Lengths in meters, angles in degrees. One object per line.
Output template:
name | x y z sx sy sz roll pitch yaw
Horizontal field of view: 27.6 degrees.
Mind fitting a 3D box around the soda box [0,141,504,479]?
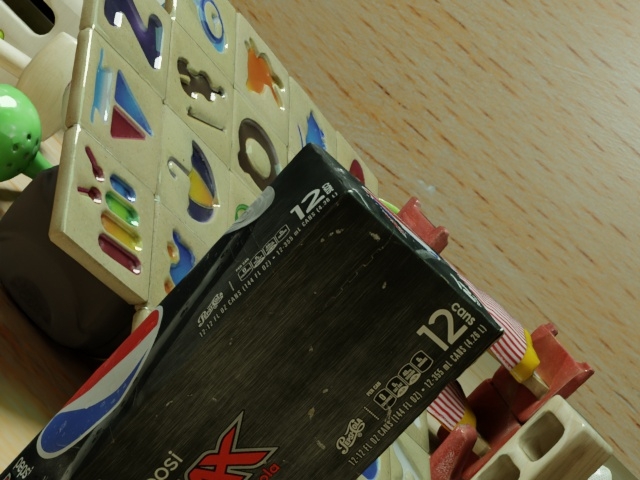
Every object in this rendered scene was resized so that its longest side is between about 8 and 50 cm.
soda box | -0.035 0.057 0.346 0.060 0.169 0.053 42 5 -19

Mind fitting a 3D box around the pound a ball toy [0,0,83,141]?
pound a ball toy | -0.246 -0.217 1.013 0.319 0.136 0.208 44 6 11

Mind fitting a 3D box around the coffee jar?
coffee jar | -0.082 0.027 0.674 0.096 0.079 0.184 41 4 30

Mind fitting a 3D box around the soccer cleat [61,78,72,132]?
soccer cleat | -0.092 -0.041 0.819 0.116 0.143 0.331 40 12 4

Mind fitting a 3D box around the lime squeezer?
lime squeezer | -0.216 -0.090 0.714 0.310 0.059 0.110 38 9 -41

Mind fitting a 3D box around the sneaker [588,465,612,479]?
sneaker | 0.276 0.283 1.126 0.252 0.111 0.103 43 6 -11

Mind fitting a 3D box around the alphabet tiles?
alphabet tiles | -0.021 0.018 0.673 0.342 0.011 0.285 47 33 -45

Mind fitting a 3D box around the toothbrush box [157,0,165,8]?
toothbrush box | -0.191 -0.233 1.543 0.216 0.126 0.295 48 6 33

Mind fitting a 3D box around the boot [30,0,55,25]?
boot | -0.286 -0.250 1.191 0.258 0.095 0.123 39 11 8

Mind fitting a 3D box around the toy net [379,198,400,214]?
toy net | -0.021 -0.039 1.386 0.232 0.045 0.122 24 -14 9

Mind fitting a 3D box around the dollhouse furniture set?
dollhouse furniture set | 0.133 0.129 1.042 0.201 0.152 0.374 42 6 -20
